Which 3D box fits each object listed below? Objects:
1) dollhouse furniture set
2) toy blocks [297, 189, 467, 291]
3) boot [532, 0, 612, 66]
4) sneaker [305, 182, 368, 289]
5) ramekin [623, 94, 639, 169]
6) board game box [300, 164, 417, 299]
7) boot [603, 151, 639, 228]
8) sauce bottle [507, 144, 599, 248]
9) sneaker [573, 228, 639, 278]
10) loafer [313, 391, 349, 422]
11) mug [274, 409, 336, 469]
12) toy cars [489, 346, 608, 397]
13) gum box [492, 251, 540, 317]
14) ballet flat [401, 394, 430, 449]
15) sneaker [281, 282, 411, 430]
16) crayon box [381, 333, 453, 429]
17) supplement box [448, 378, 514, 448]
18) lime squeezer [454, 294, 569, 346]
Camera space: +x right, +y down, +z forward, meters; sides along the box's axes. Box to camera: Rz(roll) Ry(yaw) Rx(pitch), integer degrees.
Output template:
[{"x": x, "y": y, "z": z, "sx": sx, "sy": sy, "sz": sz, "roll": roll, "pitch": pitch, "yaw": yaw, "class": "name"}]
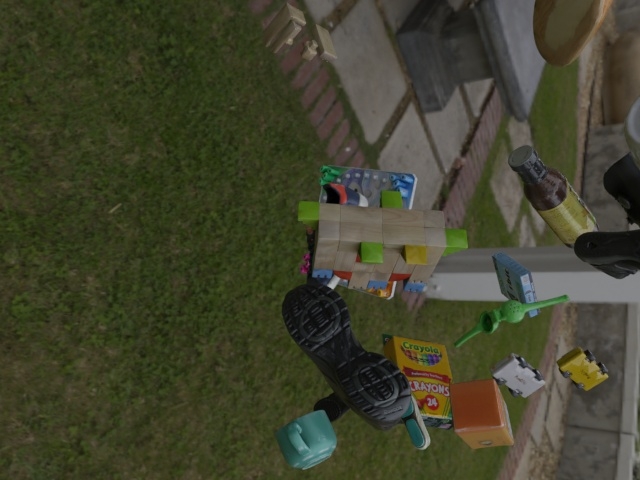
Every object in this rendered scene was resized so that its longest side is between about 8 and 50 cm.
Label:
[{"x": -0.062, "y": -0.565, "z": 1.679, "sx": 0.151, "sy": 0.123, "sz": 0.144, "roll": 12, "pitch": 52, "yaw": -41, "class": "dollhouse furniture set"}, {"x": 0.127, "y": 0.029, "z": 1.409, "sx": 0.261, "sy": 0.381, "sz": 0.190, "roll": 101, "pitch": -8, "yaw": -59, "class": "toy blocks"}, {"x": 0.414, "y": -0.396, "z": 0.790, "sx": 0.211, "sy": 0.104, "sz": 0.295, "roll": -33, "pitch": 150, "yaw": -17, "class": "boot"}, {"x": 0.000, "y": 0.000, "z": 1.608, "sx": 0.148, "sy": 0.131, "sz": 0.350, "roll": 29, "pitch": 71, "yaw": -25, "class": "sneaker"}, {"x": 0.692, "y": -0.221, "z": 1.113, "sx": 0.109, "sy": 0.207, "sz": 0.207, "roll": 30, "pitch": 63, "yaw": -37, "class": "ramekin"}, {"x": 0.106, "y": -0.042, "z": 1.875, "sx": 0.050, "sy": 0.390, "sz": 0.390, "roll": 9, "pitch": 93, "yaw": -45, "class": "board game box"}, {"x": 0.839, "y": -0.032, "z": 1.314, "sx": 0.445, "sy": 0.146, "sz": 0.367, "roll": 65, "pitch": 3, "yaw": 20, "class": "boot"}, {"x": 0.606, "y": -0.112, "z": 1.512, "sx": 0.344, "sy": 0.111, "sz": 0.111, "roll": 40, "pitch": 55, "yaw": -31, "class": "sauce bottle"}, {"x": 0.663, "y": 0.030, "z": 1.207, "sx": 0.130, "sy": 0.227, "sz": 0.087, "roll": 23, "pitch": 73, "yaw": -47, "class": "sneaker"}, {"x": 0.071, "y": 0.515, "z": 1.853, "sx": 0.078, "sy": 0.220, "sz": 0.080, "roll": -10, "pitch": 68, "yaw": -58, "class": "loafer"}, {"x": -0.037, "y": 0.464, "z": 1.327, "sx": 0.158, "sy": 0.129, "sz": 0.097, "roll": 1, "pitch": 53, "yaw": -48, "class": "mug"}, {"x": 0.655, "y": 0.365, "z": 1.681, "sx": 0.087, "sy": 0.394, "sz": 0.176, "roll": -108, "pitch": -160, "yaw": -51, "class": "toy cars"}, {"x": 0.632, "y": 0.139, "z": 1.881, "sx": 0.184, "sy": 0.041, "sz": 0.157, "roll": -120, "pitch": -172, "yaw": -67, "class": "gum box"}, {"x": 0.238, "y": 0.458, "z": 1.507, "sx": 0.052, "sy": 0.057, "sz": 0.168, "roll": 19, "pitch": 47, "yaw": -52, "class": "ballet flat"}, {"x": 0.029, "y": 0.191, "z": 0.934, "sx": 0.109, "sy": 0.286, "sz": 0.130, "roll": -27, "pitch": 146, "yaw": -17, "class": "sneaker"}, {"x": 0.315, "y": 0.430, "z": 1.856, "sx": 0.202, "sy": 0.081, "sz": 0.318, "roll": 12, "pitch": 46, "yaw": -19, "class": "crayon box"}, {"x": 0.273, "y": 0.298, "z": 0.977, "sx": 0.233, "sy": 0.078, "sz": 0.080, "roll": 53, "pitch": 29, "yaw": -56, "class": "supplement box"}, {"x": 0.444, "y": 0.188, "z": 1.425, "sx": 0.110, "sy": 0.310, "sz": 0.059, "roll": 2, "pitch": 61, "yaw": -60, "class": "lime squeezer"}]
